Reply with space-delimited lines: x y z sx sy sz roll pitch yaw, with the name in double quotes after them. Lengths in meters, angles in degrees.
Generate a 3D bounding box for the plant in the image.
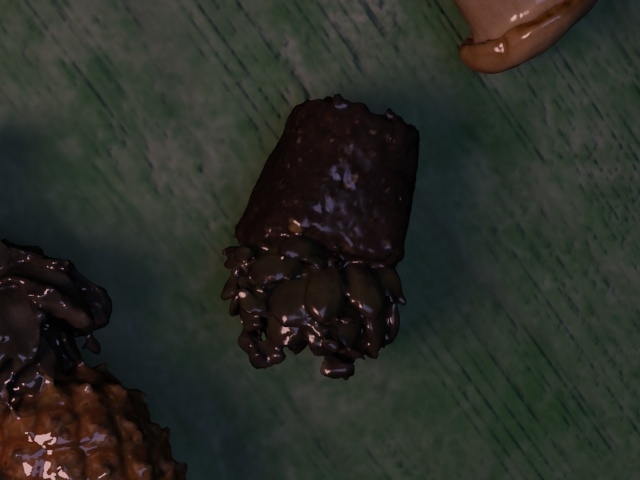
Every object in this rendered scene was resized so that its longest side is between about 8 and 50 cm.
0.000 0.000 0.960 0.094 0.092 0.143 17 82 -28 "plant"

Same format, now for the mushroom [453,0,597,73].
0.054 -0.197 0.955 0.247 0.096 0.108 48 54 -22 "mushroom"

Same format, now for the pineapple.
-0.154 0.058 0.904 0.119 0.111 0.237 -32 99 -47 "pineapple"
